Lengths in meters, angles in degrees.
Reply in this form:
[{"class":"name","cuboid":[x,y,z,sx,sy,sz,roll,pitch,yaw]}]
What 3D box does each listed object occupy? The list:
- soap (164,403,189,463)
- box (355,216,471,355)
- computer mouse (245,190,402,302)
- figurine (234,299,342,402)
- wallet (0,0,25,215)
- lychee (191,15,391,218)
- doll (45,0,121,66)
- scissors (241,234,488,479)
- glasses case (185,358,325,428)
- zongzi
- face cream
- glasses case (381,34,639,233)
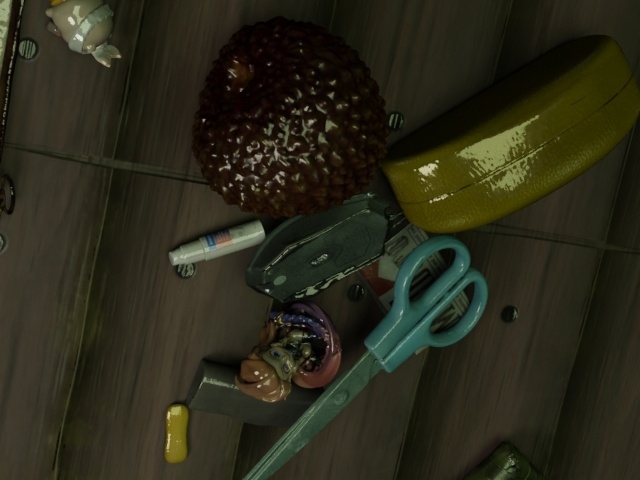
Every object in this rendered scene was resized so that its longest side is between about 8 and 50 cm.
[{"class":"soap","cuboid":[-0.200,0.269,1.555,0.034,0.012,0.089,0,104,-18]},{"class":"box","cuboid":[0.133,0.065,1.597,0.115,0.036,0.177,-37,112,-5]},{"class":"computer mouse","cuboid":[0.000,-0.001,1.505,0.231,0.071,0.126,-29,143,-1]},{"class":"figurine","cuboid":[-0.049,0.164,1.518,0.157,0.114,0.126,-40,96,-24]},{"class":"wallet","cuboid":[-0.485,-0.183,1.326,0.275,0.068,0.335,6,95,-23]},{"class":"lychee","cuboid":[-0.024,-0.142,1.396,0.271,0.271,0.271,-4,105,-17]},{"class":"doll","cuboid":[-0.297,-0.266,1.364,0.084,0.073,0.127,-20,108,23]},{"class":"scissors","cuboid":[0.054,0.182,1.519,0.447,0.029,0.192,-44,135,-8]},{"class":"glasses case","cuboid":[-0.088,0.221,1.566,0.191,0.042,0.072,15,106,-20]},{"class":"zongzi","cuboid":[0.269,0.395,1.719,0.154,0.062,0.130,-43,124,3]},{"class":"face cream","cuboid":[-0.139,0.006,1.496,0.130,0.034,0.034,-18,108,-12]},{"class":"glasses case","cuboid":[0.272,-0.135,1.514,0.371,0.173,0.141,-31,108,-8]}]
